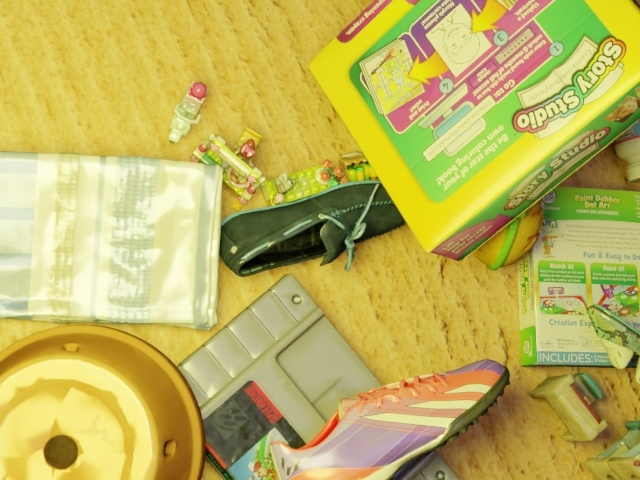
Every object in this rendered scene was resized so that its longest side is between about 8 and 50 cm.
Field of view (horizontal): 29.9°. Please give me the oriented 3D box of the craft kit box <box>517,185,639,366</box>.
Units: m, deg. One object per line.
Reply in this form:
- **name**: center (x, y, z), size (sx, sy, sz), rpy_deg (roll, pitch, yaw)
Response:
- **craft kit box**: center (0.392, 0.052, 1.653), size (0.250, 0.061, 0.246), rpy_deg (3, 81, -16)

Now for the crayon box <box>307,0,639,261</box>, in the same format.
- **crayon box**: center (0.206, -0.208, 1.459), size (0.363, 0.106, 0.313), rpy_deg (-40, 65, 20)

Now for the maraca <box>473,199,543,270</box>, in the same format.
- **maraca**: center (0.243, -0.038, 1.556), size (0.099, 0.185, 0.127), rpy_deg (8, 55, -5)

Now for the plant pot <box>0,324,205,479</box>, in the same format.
- **plant pot**: center (-0.274, 0.229, 1.314), size (0.291, 0.203, 0.291), rpy_deg (1, 81, -4)

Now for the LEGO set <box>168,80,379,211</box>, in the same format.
- **LEGO set**: center (-0.054, -0.101, 1.518), size (0.287, 0.107, 0.132), rpy_deg (19, 75, -12)

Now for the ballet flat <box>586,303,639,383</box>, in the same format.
- **ballet flat**: center (0.422, 0.154, 1.584), size (0.188, 0.070, 0.070), rpy_deg (30, 73, -6)

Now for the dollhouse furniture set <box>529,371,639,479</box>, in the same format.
- **dollhouse furniture set**: center (0.402, 0.230, 1.581), size (0.129, 0.129, 0.183), rpy_deg (-39, 92, -19)

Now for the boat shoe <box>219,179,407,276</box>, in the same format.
- **boat shoe**: center (0.000, 0.000, 1.518), size (0.258, 0.109, 0.089), rpy_deg (-18, 46, -8)

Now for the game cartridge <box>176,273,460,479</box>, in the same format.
- **game cartridge**: center (-0.013, 0.247, 1.494), size (0.230, 0.068, 0.355), rpy_deg (-40, 93, -23)

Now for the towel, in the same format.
- **towel**: center (-0.258, 0.001, 1.441), size (0.285, 0.034, 0.209), rpy_deg (3, 96, -12)

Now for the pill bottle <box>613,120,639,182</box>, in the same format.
- **pill bottle**: center (0.453, -0.166, 1.693), size (0.087, 0.087, 0.160), rpy_deg (-8, 82, -18)

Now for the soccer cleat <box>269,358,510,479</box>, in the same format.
- **soccer cleat**: center (0.089, 0.215, 1.448), size (0.318, 0.108, 0.116), rpy_deg (-32, 86, -17)
